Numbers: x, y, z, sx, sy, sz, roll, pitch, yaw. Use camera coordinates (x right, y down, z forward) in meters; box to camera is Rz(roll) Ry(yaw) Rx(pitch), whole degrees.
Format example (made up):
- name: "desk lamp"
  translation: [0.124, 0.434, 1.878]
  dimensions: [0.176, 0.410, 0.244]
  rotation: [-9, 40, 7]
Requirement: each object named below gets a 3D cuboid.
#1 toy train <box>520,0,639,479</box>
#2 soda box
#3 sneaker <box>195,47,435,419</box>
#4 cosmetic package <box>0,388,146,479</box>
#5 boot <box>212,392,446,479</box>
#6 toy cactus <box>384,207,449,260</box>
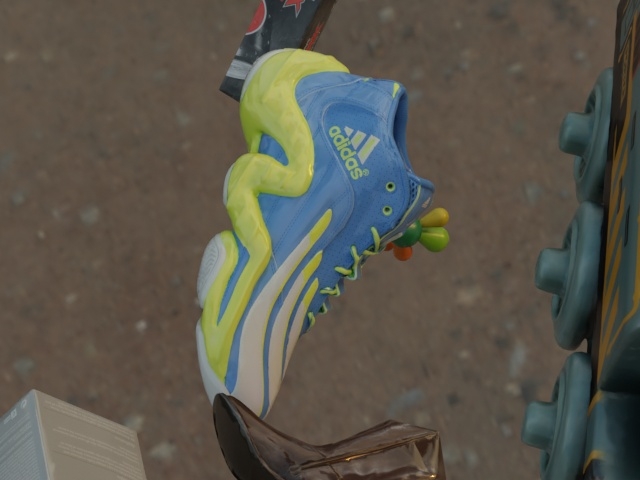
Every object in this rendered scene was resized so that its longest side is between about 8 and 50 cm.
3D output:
- name: "toy train"
  translation: [0.183, -0.005, 0.895]
  dimensions: [0.142, 0.190, 0.334]
  rotation: [10, 58, 1]
- name: "soda box"
  translation: [-0.033, -0.207, 1.834]
  dimensions: [0.060, 0.169, 0.053]
  rotation: [32, 23, 10]
- name: "sneaker"
  translation: [0.000, 0.000, 1.155]
  dimensions: [0.126, 0.091, 0.240]
  rotation: [6, 85, 17]
- name: "cosmetic package"
  translation: [-0.210, 0.256, 1.584]
  dimensions: [0.107, 0.127, 0.238]
  rotation: [-40, 41, 25]
- name: "boot"
  translation: [0.007, 0.116, 1.081]
  dimensions: [0.114, 0.037, 0.106]
  rotation: [-17, 56, -31]
- name: "toy cactus"
  translation: [0.051, -0.039, 1.957]
  dimensions: [0.112, 0.219, 0.180]
  rotation: [-49, 17, 10]
